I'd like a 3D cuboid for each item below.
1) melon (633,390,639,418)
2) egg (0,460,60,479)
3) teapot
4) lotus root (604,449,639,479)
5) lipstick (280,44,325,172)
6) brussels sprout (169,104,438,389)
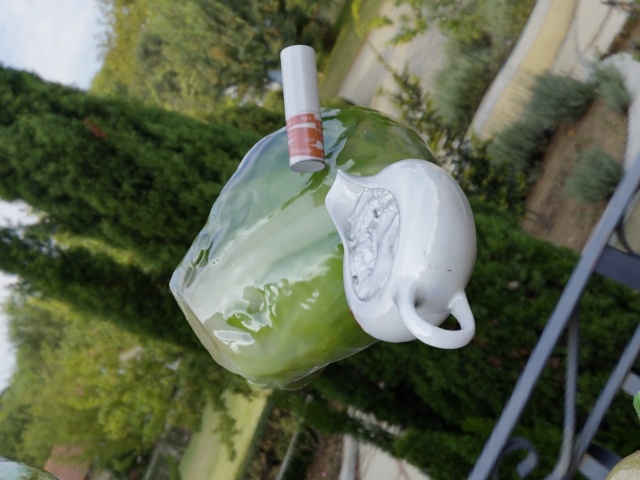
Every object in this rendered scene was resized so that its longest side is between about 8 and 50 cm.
[{"bbox_3d":[0.675,0.332,1.672,0.118,0.209,0.064,-23,53,24],"label":"melon"},{"bbox_3d":[-0.505,0.499,1.417,0.238,0.289,0.238,-23,29,14],"label":"egg"},{"bbox_3d":[0.071,0.013,0.674,0.226,0.092,0.145,-115,39,-58],"label":"teapot"},{"bbox_3d":[0.366,0.275,0.865,0.303,0.146,0.131,0,-80,-54],"label":"lotus root"},{"bbox_3d":[-0.019,-0.139,0.910,0.038,0.038,0.131,135,132,-68],"label":"lipstick"},{"bbox_3d":[0.000,0.000,1.059,0.371,0.276,0.315,-40,3,-26],"label":"brussels sprout"}]
